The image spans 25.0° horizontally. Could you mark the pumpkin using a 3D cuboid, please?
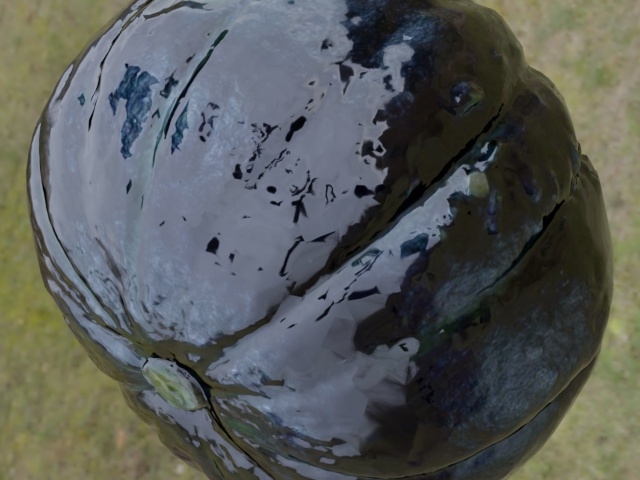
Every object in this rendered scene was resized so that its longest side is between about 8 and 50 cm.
[{"bbox_3d":[0.000,0.000,0.854,0.266,0.363,0.363,-42,12,-30],"label":"pumpkin"}]
